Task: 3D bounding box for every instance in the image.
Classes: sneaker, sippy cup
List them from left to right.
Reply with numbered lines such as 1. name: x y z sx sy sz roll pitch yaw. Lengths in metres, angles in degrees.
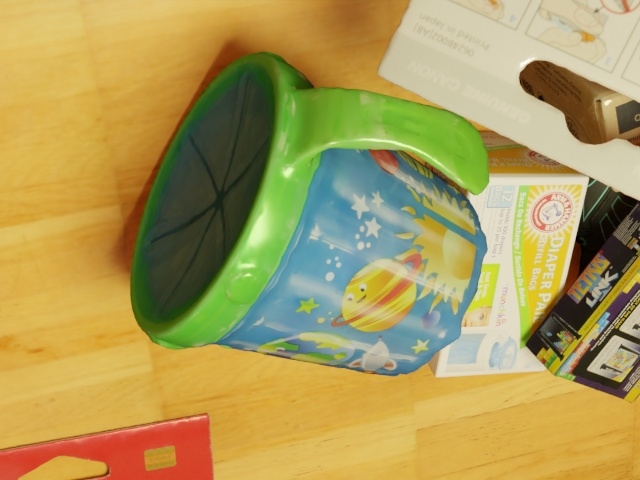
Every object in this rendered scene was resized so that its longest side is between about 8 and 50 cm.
1. sippy cup: 0.000 0.000 0.944 0.224 0.305 0.240 22 90 -26
2. sneaker: 0.270 -0.053 1.099 0.106 0.101 0.267 17 123 8

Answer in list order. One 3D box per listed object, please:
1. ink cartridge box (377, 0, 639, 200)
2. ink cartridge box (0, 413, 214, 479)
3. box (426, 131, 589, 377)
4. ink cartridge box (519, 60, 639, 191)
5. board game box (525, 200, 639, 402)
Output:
1. ink cartridge box: 0.262 -0.215 0.834 0.308 0.091 0.385 27 89 12
2. ink cartridge box: -0.236 0.313 1.146 0.296 0.066 0.261 -9 121 -13
3. box: 0.154 0.011 1.075 0.114 0.103 0.203 -2 118 -15
4. ink cartridge box: 0.261 -0.154 0.940 0.193 0.234 0.088 -22 123 -5
5. board game box: 0.285 0.057 1.064 0.141 0.048 0.170 22 110 -45
